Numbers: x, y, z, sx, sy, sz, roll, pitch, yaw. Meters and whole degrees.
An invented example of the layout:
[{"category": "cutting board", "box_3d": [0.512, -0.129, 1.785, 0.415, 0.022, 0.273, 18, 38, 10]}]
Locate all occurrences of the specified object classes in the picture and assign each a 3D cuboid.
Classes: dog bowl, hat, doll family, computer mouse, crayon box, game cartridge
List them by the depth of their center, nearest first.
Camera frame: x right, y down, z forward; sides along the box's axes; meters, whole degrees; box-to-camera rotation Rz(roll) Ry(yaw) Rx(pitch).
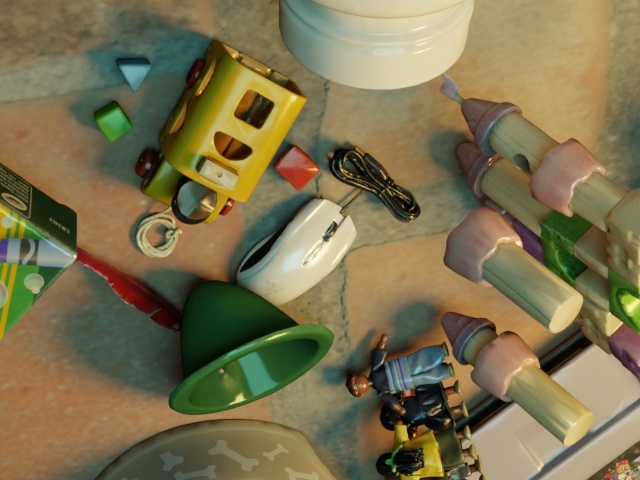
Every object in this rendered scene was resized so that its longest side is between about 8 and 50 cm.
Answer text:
[{"category": "crayon box", "box_3d": [-0.396, 0.051, 1.302, 0.203, 0.083, 0.323, 36, 109, -26]}, {"category": "computer mouse", "box_3d": [0.000, 0.000, 1.432, 0.193, 0.042, 0.106, -44, 115, 5]}, {"category": "hat", "box_3d": [-0.108, 0.054, 1.433, 0.173, 0.184, 0.208, -33, 159, 16]}, {"category": "doll family", "box_3d": [0.096, 0.191, 1.494, 0.111, 0.076, 0.193, -16, 75, 9]}, {"category": "dog bowl", "box_3d": [-0.097, 0.363, 1.515, 0.348, 0.102, 0.349, -5, 111, -12]}, {"category": "game cartridge", "box_3d": [0.275, 0.238, 1.581, 0.355, 0.068, 0.230, -37, 110, 2]}]

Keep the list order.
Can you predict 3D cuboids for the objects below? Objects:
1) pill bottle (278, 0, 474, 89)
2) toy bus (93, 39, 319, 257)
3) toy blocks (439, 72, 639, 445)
[{"category": "pill bottle", "box_3d": [0.057, -0.331, 1.164, 0.229, 0.229, 0.408, -8, 137, -11]}, {"category": "toy bus", "box_3d": [-0.098, -0.081, 1.344, 0.191, 0.104, 0.202, -18, 113, -6]}, {"category": "toy blocks", "box_3d": [0.235, -0.023, 1.403, 0.309, 0.260, 0.289, -40, 146, -15]}]
